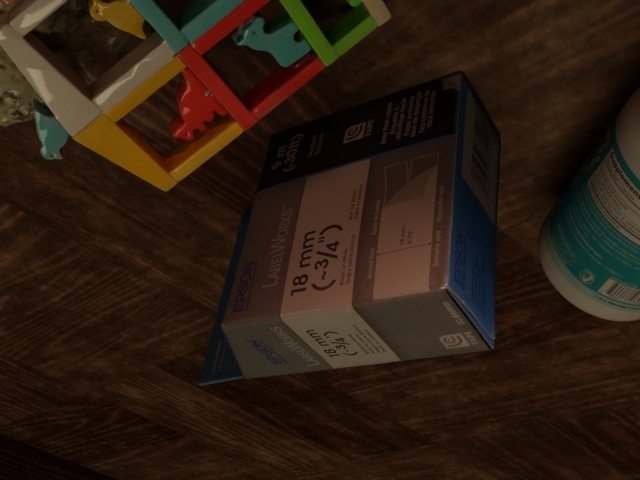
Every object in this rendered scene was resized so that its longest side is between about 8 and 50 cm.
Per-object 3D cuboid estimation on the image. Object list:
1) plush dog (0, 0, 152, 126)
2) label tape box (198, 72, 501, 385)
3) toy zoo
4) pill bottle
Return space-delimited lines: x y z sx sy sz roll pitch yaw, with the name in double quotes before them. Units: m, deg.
"plush dog" -0.297 -0.207 0.596 0.262 0.210 0.225 -1 117 14
"label tape box" 0.000 0.000 0.732 0.333 0.241 0.106 -13 139 31
"toy zoo" -0.108 -0.160 0.586 0.293 0.030 0.192 -37 133 8
"pill bottle" 0.310 -0.047 0.665 0.146 0.146 0.264 13 145 -2
